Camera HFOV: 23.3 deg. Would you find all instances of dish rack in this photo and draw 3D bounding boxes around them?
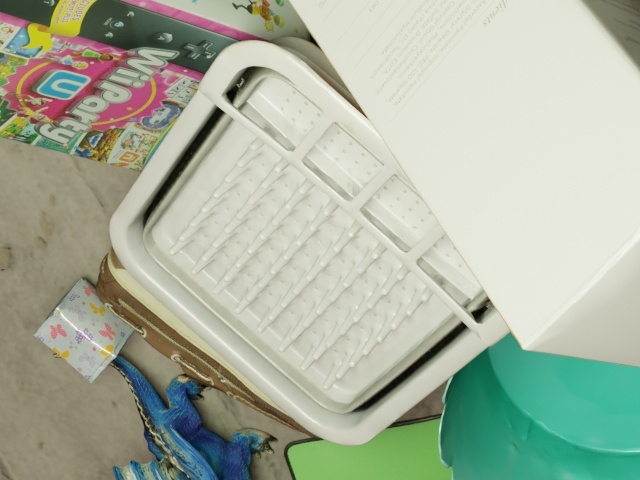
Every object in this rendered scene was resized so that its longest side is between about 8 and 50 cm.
[{"bbox_3d":[0.000,0.000,1.200,0.285,0.072,0.333,41,140,-2],"label":"dish rack"}]

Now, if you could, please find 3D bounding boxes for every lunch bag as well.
[{"bbox_3d":[-0.206,0.077,1.389,0.071,0.083,0.053,40,120,-8],"label":"lunch bag"}]

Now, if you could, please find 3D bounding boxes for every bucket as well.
[{"bbox_3d":[0.240,0.116,1.255,0.281,0.183,0.281,4,115,10],"label":"bucket"}]

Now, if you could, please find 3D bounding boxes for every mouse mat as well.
[{"bbox_3d":[0.073,0.237,1.446,0.190,0.007,0.152,-12,111,18],"label":"mouse mat"}]

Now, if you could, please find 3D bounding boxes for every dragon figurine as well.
[{"bbox_3d":[-0.125,0.198,1.393,0.289,0.144,0.085,43,115,-9],"label":"dragon figurine"}]

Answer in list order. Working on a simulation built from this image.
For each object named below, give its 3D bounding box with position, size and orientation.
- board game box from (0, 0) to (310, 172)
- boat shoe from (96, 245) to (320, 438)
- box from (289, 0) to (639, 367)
[{"bbox_3d":[-0.194,-0.165,1.148,0.303,0.097,0.224,13,149,-35],"label":"board game box"},{"bbox_3d":[-0.088,0.091,1.377,0.257,0.095,0.095,41,130,-1],"label":"boat shoe"},{"bbox_3d":[0.165,-0.097,1.059,0.168,0.215,0.345,-49,53,25],"label":"box"}]
